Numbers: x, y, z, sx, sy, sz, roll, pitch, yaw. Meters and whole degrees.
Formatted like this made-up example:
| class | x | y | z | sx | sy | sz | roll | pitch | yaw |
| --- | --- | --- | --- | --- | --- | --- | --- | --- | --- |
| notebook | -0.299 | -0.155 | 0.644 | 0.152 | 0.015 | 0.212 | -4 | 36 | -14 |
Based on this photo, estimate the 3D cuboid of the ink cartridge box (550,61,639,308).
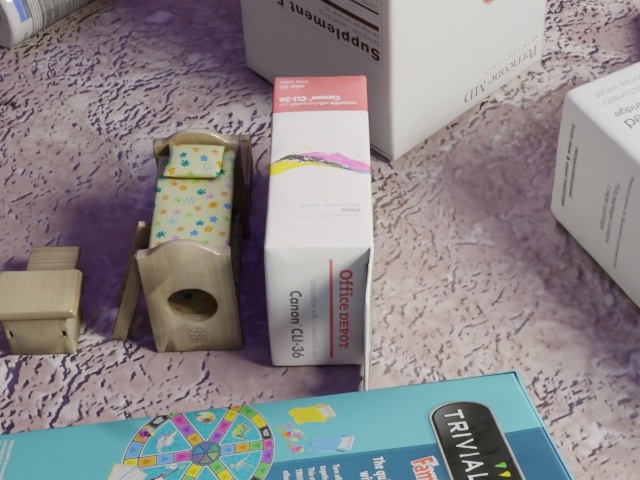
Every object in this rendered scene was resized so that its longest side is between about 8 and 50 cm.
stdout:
| class | x | y | z | sx | sy | sz | roll | pitch | yaw |
| --- | --- | --- | --- | --- | --- | --- | --- | --- | --- |
| ink cartridge box | 0.316 | -0.004 | 0.791 | 0.211 | 0.121 | 0.289 | -23 | 50 | -17 |

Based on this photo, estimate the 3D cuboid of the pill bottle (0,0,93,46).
| class | x | y | z | sx | sy | sz | roll | pitch | yaw |
| --- | --- | --- | --- | --- | --- | --- | --- | --- | --- |
| pill bottle | -0.228 | -0.228 | 1.071 | 0.078 | 0.078 | 0.137 | 34 | 57 | 31 |

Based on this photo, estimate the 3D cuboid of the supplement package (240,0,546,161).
| class | x | y | z | sx | sy | sz | roll | pitch | yaw |
| --- | --- | --- | --- | --- | --- | --- | --- | --- | --- |
| supplement package | 0.052 | -0.243 | 0.918 | 0.177 | 0.293 | 0.175 | -36 | 53 | -27 |

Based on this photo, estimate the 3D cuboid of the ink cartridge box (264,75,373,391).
| class | x | y | z | sx | sy | sz | roll | pitch | yaw |
| --- | --- | --- | --- | --- | --- | --- | --- | --- | --- |
| ink cartridge box | 0.000 | 0.000 | 0.811 | 0.067 | 0.115 | 0.198 | -1 | 46 | 1 |

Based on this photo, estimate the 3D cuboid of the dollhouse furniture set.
| class | x | y | z | sx | sy | sz | roll | pitch | yaw |
| --- | --- | --- | --- | --- | --- | --- | --- | --- | --- |
| dollhouse furniture set | -0.132 | -0.026 | 0.854 | 0.161 | 0.101 | 0.182 | -2 | 46 | 2 |

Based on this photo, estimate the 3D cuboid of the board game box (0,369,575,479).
| class | x | y | z | sx | sy | sz | roll | pitch | yaw |
| --- | --- | --- | --- | --- | --- | --- | --- | --- | --- |
| board game box | -0.039 | 0.168 | 0.608 | 0.336 | 0.079 | 0.254 | -6 | 19 | -3 |
